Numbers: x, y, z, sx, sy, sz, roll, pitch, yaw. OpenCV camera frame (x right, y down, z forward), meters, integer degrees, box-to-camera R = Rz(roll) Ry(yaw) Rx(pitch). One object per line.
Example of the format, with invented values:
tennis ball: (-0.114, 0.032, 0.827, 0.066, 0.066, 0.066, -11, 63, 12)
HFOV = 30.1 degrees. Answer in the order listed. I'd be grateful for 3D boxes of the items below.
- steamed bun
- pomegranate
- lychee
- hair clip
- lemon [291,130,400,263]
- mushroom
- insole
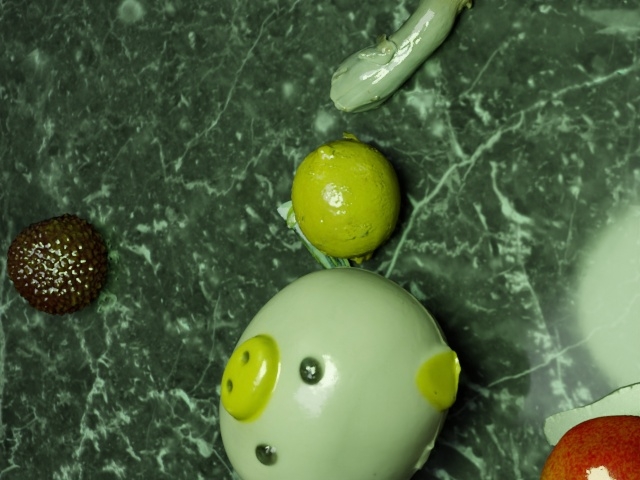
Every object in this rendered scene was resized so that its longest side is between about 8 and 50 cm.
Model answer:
steamed bun: (0.022, 0.225, 1.746, 0.334, 0.334, 0.374, 35, 110, 29)
pomegranate: (0.391, 0.354, 1.571, 0.221, 0.221, 0.256, 35, 111, 29)
lychee: (-0.471, 0.049, 2.140, 0.188, 0.188, 0.188, -3, 85, 31)
hair clip: (0.000, 0.000, 1.936, 0.060, 0.033, 0.188, -45, 63, 18)
lemon: (0.041, -0.060, 1.838, 0.173, 0.173, 0.206, -10, 104, 30)
mushroom: (0.126, -0.300, 1.855, 0.099, 0.096, 0.278, 41, 112, -20)
insole: (0.404, 0.248, 1.682, 0.192, 0.010, 0.063, -24, 73, 28)
